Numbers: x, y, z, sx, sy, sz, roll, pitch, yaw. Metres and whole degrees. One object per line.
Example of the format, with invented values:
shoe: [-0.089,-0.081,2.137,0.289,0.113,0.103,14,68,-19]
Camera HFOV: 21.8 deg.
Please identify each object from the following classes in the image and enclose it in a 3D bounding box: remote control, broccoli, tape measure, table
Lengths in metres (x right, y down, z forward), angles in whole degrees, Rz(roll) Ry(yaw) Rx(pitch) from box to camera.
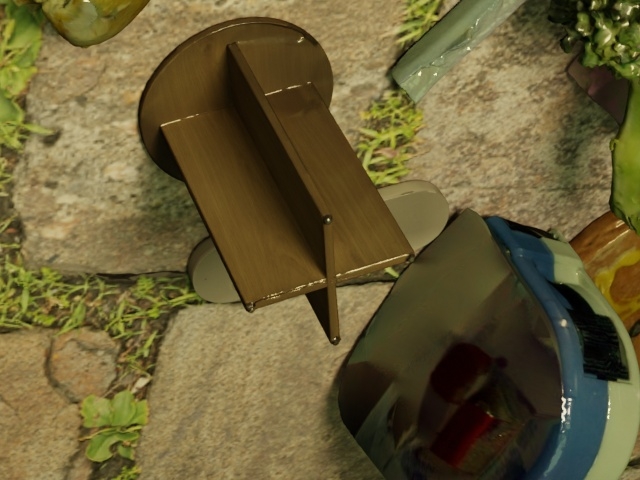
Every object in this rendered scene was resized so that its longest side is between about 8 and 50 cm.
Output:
remote control: [0.000,0.000,1.483,0.245,0.022,0.077,-15,137,-14]
broccoli: [0.289,-0.154,1.366,0.198,0.177,0.275,-50,145,-27]
tape measure: [0.173,0.142,1.550,0.138,0.262,0.259,4,129,-43]
table: [-0.030,-0.040,1.279,0.167,0.226,0.167,-14,136,-15]

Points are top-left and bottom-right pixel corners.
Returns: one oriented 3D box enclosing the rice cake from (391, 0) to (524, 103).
rice cake: [0.132,-0.184,1.364,0.180,0.042,0.030,-43,133,14]

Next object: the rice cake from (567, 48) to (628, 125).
rice cake: [0.338,-0.115,1.532,0.106,0.050,0.298,-43,135,13]

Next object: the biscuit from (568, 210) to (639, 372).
biscuit: [0.312,0.092,1.710,0.262,0.052,0.277,-45,135,17]

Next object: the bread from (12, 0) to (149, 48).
bread: [-0.161,-0.186,1.164,0.103,0.110,0.156,-45,136,8]
